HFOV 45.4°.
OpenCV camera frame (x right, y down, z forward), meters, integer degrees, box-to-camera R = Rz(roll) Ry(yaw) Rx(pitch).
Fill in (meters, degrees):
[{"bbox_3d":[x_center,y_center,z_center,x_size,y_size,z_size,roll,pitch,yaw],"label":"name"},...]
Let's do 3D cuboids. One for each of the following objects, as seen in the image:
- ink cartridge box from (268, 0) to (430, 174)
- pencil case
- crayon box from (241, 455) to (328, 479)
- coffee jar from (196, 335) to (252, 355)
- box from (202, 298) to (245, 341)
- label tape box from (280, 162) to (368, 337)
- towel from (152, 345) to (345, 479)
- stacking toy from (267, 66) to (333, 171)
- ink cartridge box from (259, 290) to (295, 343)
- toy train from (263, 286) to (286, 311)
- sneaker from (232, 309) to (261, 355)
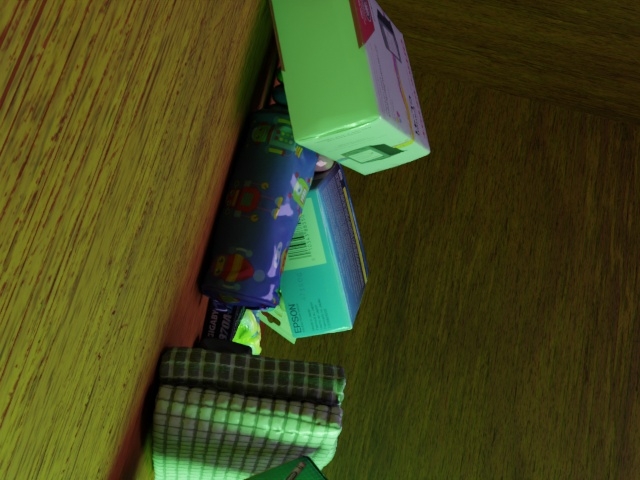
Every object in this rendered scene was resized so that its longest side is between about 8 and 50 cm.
[{"bbox_3d":[0.052,-0.239,1.147,0.306,0.131,0.226,6,71,-69],"label":"ink cartridge box"},{"bbox_3d":[-0.083,-0.039,1.141,0.133,0.119,0.306,39,62,-57],"label":"pencil case"},{"bbox_3d":[-0.120,0.370,0.873,0.081,0.278,0.165,42,-51,39],"label":"crayon box"},{"bbox_3d":[-0.169,0.248,1.219,0.079,0.096,0.184,-145,-112,-87],"label":"coffee jar"},{"bbox_3d":[-0.142,0.049,1.310,0.175,0.051,0.220,-75,179,-70],"label":"box"},{"bbox_3d":[0.000,0.000,1.422,0.347,0.115,0.249,-63,140,-74],"label":"label tape box"},{"bbox_3d":[-0.099,0.241,1.021,0.283,0.235,0.121,106,-11,-57],"label":"towel"},{"bbox_3d":[-0.020,-0.295,1.354,0.141,0.141,0.330,-76,176,-77],"label":"stacking toy"},{"bbox_3d":[-0.092,0.110,1.904,0.066,0.189,0.232,-26,137,-43],"label":"ink cartridge box"},{"bbox_3d":[-0.089,0.029,1.521,0.105,0.143,0.248,105,0,-58],"label":"toy train"},{"bbox_3d":[-0.160,0.198,1.631,0.240,0.091,0.126,103,0,-47],"label":"sneaker"}]
